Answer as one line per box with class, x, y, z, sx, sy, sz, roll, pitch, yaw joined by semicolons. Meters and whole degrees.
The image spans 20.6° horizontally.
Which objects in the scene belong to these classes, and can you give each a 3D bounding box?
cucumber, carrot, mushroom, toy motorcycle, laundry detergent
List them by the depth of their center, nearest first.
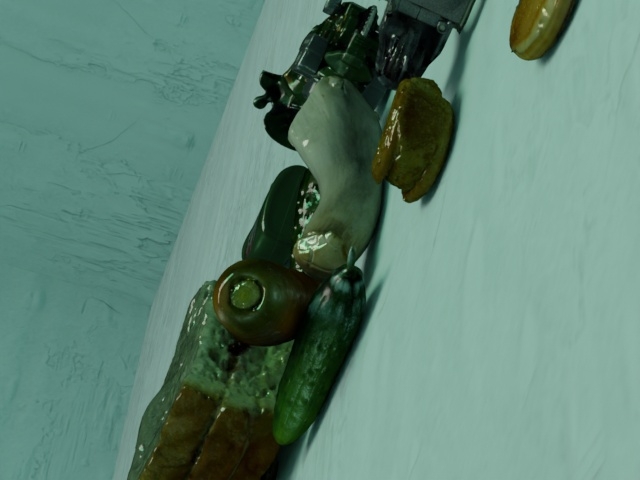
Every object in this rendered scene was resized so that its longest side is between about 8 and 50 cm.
toy motorcycle;0.113;-0.260;1.576;0.157;0.091;0.263;-72;5;-68
cucumber;0.002;0.101;1.679;0.056;0.056;0.250;-84;13;-52
carrot;-0.044;0.063;1.715;0.193;0.087;0.087;22;-95;-71
mushroom;0.018;-0.066;1.773;0.278;0.096;0.099;-93;12;-45
cucumber;0.000;0.000;1.864;0.069;0.069;0.227;125;157;-64
toy motorcycle;0.007;-0.187;2.002;0.187;0.125;0.275;-63;9;2
laundry detergent;-0.059;-0.013;2.274;0.211;0.063;0.137;122;165;-68

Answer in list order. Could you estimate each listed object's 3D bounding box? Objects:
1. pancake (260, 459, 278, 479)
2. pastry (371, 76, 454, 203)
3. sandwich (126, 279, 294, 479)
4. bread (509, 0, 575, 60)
pancake;-0.080;0.289;1.946;0.190;0.020;0.184;-93;21;-64
pastry;0.079;-0.088;1.536;0.097;0.057;0.109;-94;24;-72
sandwich;-0.122;0.192;1.935;0.325;0.131;0.262;-79;14;-63
bread;0.165;-0.182;1.277;0.110;0.024;0.110;-164;90;-82
